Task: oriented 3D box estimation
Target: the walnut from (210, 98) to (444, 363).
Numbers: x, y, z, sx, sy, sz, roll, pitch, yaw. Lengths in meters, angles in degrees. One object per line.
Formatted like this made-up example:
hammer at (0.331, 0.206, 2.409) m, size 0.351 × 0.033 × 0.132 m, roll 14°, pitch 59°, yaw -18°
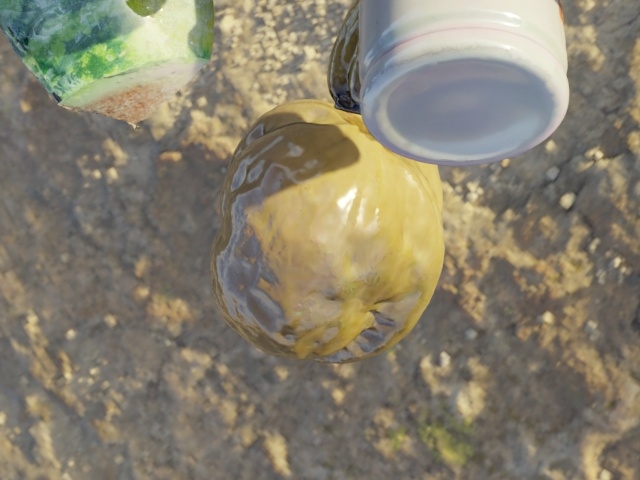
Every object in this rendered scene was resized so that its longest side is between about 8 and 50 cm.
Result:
walnut at (0.001, -0.008, 1.668) m, size 0.383 × 0.383 × 0.384 m, roll 13°, pitch 118°, yaw 26°

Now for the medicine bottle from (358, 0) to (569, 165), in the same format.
medicine bottle at (0.140, -0.255, 1.176) m, size 0.202 × 0.316 × 0.202 m, roll 2°, pitch 151°, yaw 1°

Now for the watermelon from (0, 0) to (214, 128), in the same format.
watermelon at (-0.246, -0.280, 1.245) m, size 0.180 × 0.224 × 0.305 m, roll 107°, pitch 144°, yaw -56°

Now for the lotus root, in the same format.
lotus root at (0.085, -0.248, 1.409) m, size 0.125 × 0.118 × 0.221 m, roll 28°, pitch 90°, yaw 27°
